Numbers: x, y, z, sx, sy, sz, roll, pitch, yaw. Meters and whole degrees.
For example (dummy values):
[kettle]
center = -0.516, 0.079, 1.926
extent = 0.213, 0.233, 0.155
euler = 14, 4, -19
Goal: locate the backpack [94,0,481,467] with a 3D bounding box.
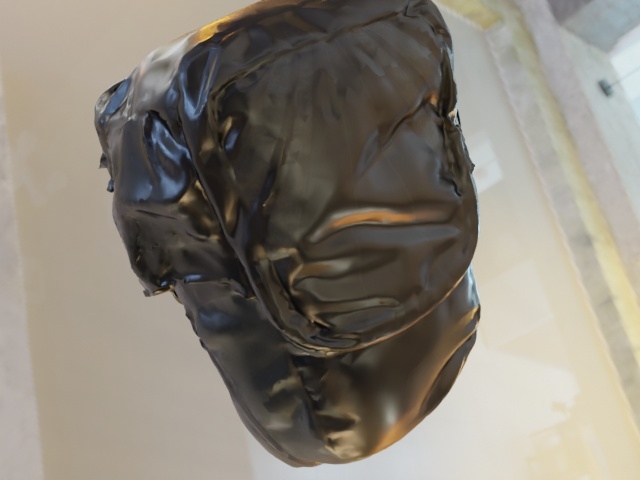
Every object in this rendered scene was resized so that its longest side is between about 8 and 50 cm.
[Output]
[backpack]
center = 0.000, 0.000, 0.891
extent = 0.363, 0.255, 0.446
euler = -28, -69, -33
